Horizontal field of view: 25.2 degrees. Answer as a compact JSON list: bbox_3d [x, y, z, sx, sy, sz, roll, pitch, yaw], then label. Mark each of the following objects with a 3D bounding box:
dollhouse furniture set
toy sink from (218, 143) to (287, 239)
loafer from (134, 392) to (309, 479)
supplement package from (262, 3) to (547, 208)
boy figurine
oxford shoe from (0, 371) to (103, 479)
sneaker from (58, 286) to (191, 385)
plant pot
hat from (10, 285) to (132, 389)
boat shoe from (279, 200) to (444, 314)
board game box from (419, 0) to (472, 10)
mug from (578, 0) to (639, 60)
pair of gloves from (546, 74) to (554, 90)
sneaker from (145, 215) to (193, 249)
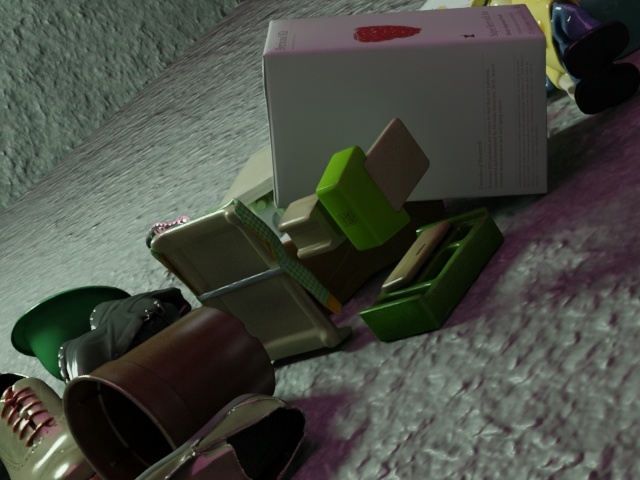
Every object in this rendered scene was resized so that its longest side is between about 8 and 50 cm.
[{"bbox_3d":[0.000,0.000,1.505,0.301,0.197,0.151,-18,25,45],"label":"dollhouse furniture set"},{"bbox_3d":[-0.013,-0.060,1.818,0.153,0.131,0.234,-31,12,16],"label":"toy sink"},{"bbox_3d":[-0.098,0.220,1.282,0.087,0.094,0.251,-23,20,49],"label":"loafer"},{"bbox_3d":[0.091,-0.150,1.561,0.293,0.175,0.177,-4,21,2],"label":"supplement package"},{"bbox_3d":[0.264,-0.254,1.678,0.092,0.177,0.285,-28,34,-7],"label":"boy figurine"},{"bbox_3d":[-0.326,0.232,1.644,0.123,0.130,0.348,-41,17,-16],"label":"oxford shoe"},{"bbox_3d":[-0.240,0.132,1.803,0.130,0.109,0.286,-25,21,16],"label":"sneaker"},{"bbox_3d":[-0.143,0.161,1.447,0.167,0.167,0.165,-17,18,49],"label":"plant pot"},{"bbox_3d":[-0.320,0.181,1.956,0.208,0.183,0.173,2,-39,-43],"label":"hat"},{"bbox_3d":[0.010,0.015,1.638,0.277,0.098,0.096,-28,16,-4],"label":"boat shoe"},{"bbox_3d":[0.265,-0.387,2.155,0.316,0.064,0.242,-48,19,-2],"label":"board game box"},{"bbox_3d":[0.346,-0.286,1.767,0.158,0.097,0.129,-26,19,29],"label":"mug"},{"bbox_3d":[0.209,-0.171,1.796,0.198,0.023,0.159,-26,7,-21],"label":"pair of gloves"},{"bbox_3d":[-0.244,0.000,2.279,0.119,0.047,0.057,-21,34,45],"label":"sneaker"}]
